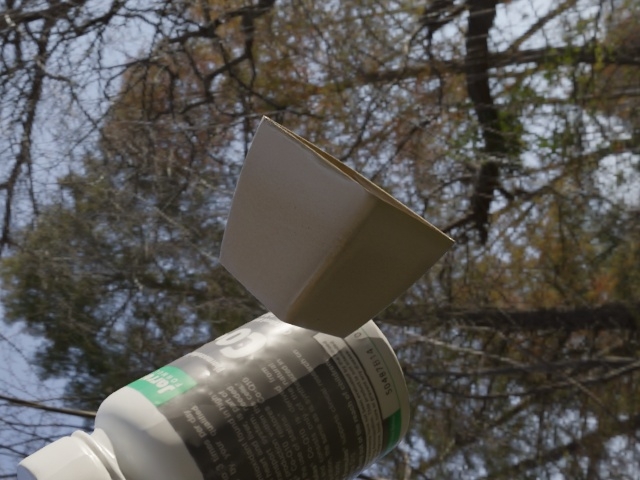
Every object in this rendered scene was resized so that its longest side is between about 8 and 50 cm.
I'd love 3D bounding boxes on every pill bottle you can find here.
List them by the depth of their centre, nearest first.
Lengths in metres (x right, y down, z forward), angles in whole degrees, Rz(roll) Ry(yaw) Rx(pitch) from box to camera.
[{"bbox_3d":[-0.098,0.211,0.788,0.361,0.204,0.204,-26,-69,-34],"label":"pill bottle"}]

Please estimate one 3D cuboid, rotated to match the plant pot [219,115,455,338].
[{"bbox_3d":[0.000,0.000,0.497,0.096,0.109,0.109,-56,-37,8],"label":"plant pot"}]
